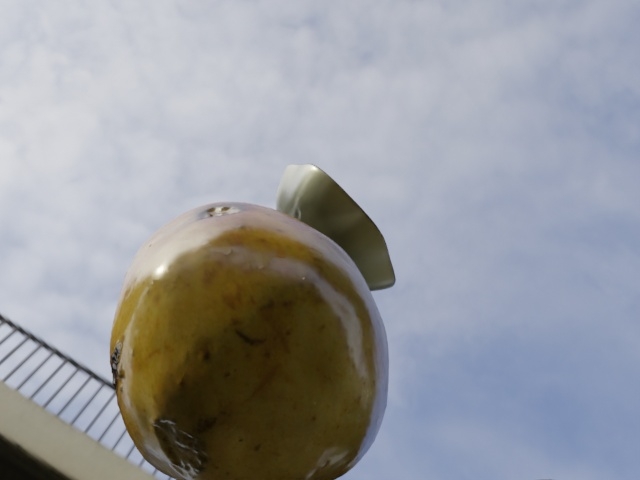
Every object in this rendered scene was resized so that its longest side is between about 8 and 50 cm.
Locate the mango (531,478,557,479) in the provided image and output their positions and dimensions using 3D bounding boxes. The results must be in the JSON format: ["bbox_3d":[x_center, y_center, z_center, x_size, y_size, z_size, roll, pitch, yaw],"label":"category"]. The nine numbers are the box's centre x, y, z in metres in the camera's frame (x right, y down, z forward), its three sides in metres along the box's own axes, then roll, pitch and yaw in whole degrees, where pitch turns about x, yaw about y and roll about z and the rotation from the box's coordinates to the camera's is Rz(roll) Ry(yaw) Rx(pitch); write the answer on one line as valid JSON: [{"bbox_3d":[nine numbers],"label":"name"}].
[{"bbox_3d":[0.177,0.273,0.722,0.113,0.253,0.138,18,-86,19],"label":"mango"}]

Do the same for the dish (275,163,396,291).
[{"bbox_3d":[0.000,0.000,1.024,0.066,0.191,0.190,-39,-79,-17],"label":"dish"}]

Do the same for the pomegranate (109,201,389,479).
[{"bbox_3d":[-0.057,0.095,0.745,0.260,0.260,0.260,3,-70,9],"label":"pomegranate"}]
